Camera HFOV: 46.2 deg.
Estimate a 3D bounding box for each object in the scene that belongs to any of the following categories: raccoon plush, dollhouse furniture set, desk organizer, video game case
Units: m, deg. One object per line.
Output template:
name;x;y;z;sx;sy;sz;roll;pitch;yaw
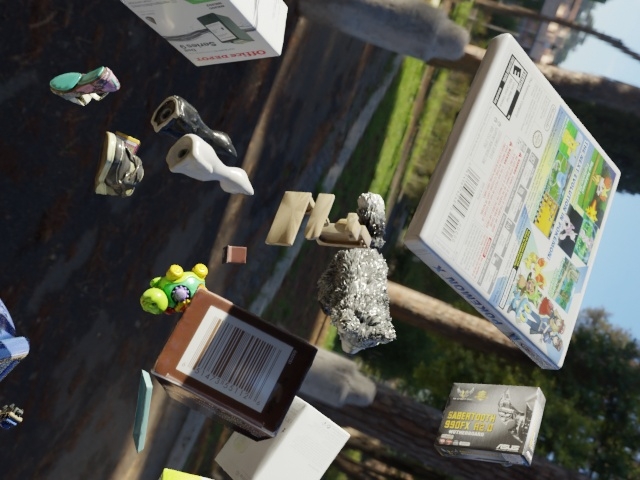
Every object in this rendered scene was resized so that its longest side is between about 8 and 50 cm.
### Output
raccoon plush;0.107;0.093;2.096;0.299;0.216;0.446;-143;-130;-81
dollhouse furniture set;0.000;0.000;1.495;0.151;0.144;0.123;61;42;-49
desk organizer;-0.235;0.041;2.034;0.130;0.050;0.047;166;-72;-77
video game case;0.265;-0.048;0.972;0.036;0.300;0.329;-8;-131;51

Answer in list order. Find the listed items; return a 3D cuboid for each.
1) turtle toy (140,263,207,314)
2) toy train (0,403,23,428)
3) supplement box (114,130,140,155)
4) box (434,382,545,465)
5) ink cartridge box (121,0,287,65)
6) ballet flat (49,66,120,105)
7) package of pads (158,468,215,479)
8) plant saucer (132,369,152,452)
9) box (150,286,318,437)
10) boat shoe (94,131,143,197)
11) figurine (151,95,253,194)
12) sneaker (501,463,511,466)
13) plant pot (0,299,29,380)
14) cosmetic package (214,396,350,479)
turtle toy;-0.247;0.091;1.271;0.130;0.066;0.095;-2;147;-43
toy train;-0.539;0.296;1.239;0.027;0.158;0.036;46;46;-30
supplement box;-0.431;-0.186;1.624;0.083;0.055;0.043;-66;-172;-5
box;0.408;0.438;1.810;0.056;0.231;0.183;54;48;-35
ink cartridge box;-0.219;-0.459;1.438;0.289;0.211;0.121;33;60;-61
ballet flat;-0.578;-0.375;1.850;0.079;0.222;0.076;53;49;-39
package of pads;-0.329;0.731;1.897;0.296;0.229;0.101;-94;-157;-60
plant saucer;-0.412;0.397;1.741;0.067;0.018;0.192;-130;-133;-55
box;-0.137;0.207;1.160;0.143;0.191;0.381;-62;179;-16
boat shoe;-0.326;-0.119;1.228;0.223;0.074;0.080;151;-52;-69
figurine;-0.247;-0.196;1.661;0.092;0.214;0.209;-42;141;19
sneaker;0.426;0.525;1.937;0.192;0.086;0.064;-102;180;-71
plant pot;-0.818;0.246;1.699;0.236;0.212;0.236;-45;176;-2
cosmetic package;-0.091;0.461;1.667;0.224;0.138;0.224;-55;-158;-13
